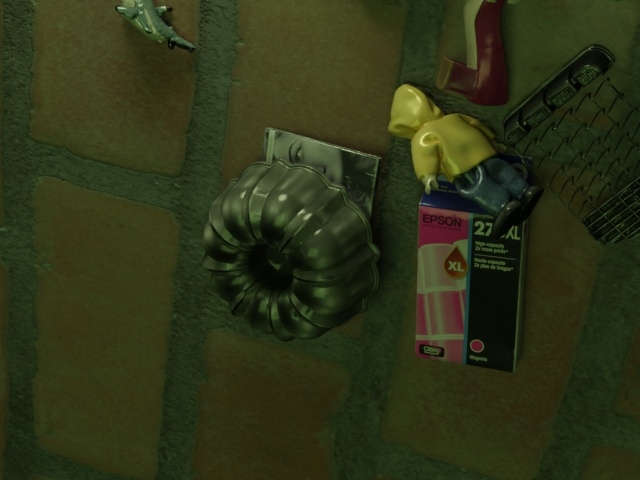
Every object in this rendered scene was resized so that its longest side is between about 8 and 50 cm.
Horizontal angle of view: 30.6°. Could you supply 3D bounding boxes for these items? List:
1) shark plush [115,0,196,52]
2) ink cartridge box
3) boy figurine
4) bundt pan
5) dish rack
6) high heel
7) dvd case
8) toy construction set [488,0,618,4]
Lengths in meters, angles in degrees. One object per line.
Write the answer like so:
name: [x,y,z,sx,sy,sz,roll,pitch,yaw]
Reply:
shark plush: [-0.280,-0.377,1.989,0.161,0.073,0.067,40,91,7]
ink cartridge box: [0.252,0.034,1.945,0.176,0.069,0.371,8,112,19]
boy figurine: [0.207,-0.130,1.834,0.285,0.177,0.092,42,144,17]
bundt pan: [-0.068,0.033,1.994,0.331,0.124,0.331,16,123,25]
dish rack: [0.429,-0.134,1.792,0.271,0.074,0.208,46,121,-5]
high heel: [0.272,-0.325,1.786,0.117,0.082,0.244,13,105,-18]
dvd case: [-0.007,-0.089,1.993,0.221,0.018,0.164,18,114,26]
toy construction set: [0.350,-0.411,1.557,0.151,0.328,0.215,63,144,26]
